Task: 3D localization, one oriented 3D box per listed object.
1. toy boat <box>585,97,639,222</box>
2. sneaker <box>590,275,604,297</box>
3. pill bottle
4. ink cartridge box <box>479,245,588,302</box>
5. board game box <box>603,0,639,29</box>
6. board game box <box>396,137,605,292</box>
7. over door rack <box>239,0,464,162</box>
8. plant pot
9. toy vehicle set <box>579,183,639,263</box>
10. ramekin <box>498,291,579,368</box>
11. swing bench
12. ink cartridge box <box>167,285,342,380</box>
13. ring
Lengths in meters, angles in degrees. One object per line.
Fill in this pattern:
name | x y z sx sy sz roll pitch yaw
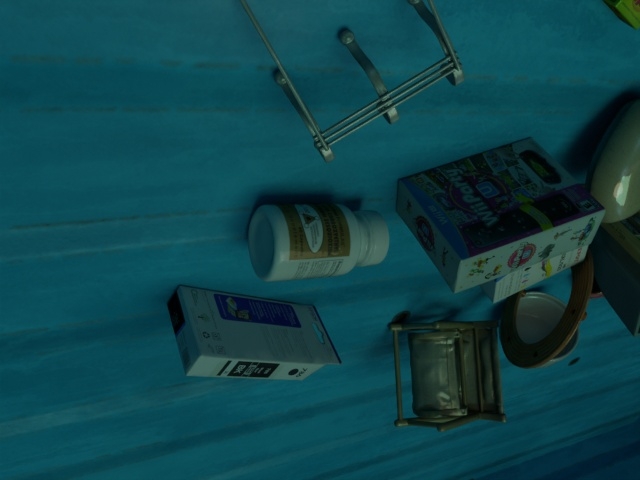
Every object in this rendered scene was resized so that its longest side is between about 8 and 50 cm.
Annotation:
toy boat | 0.681 -0.149 1.244 0.318 0.148 0.268 21 98 -37
sneaker | 0.884 0.077 1.665 0.313 0.116 0.136 -26 151 6
pill bottle | 0.000 0.000 1.008 0.229 0.131 0.131 -3 134 -29
ink cartridge box | 0.427 -0.015 1.220 0.232 0.168 0.171 -23 140 -9
board game box | 0.555 -0.449 0.931 0.092 0.043 0.181 14 124 -40
board game box | 0.329 -0.055 1.075 0.303 0.224 0.098 -19 141 -13
over door rack | 0.031 -0.294 0.748 0.239 0.108 0.324 -31 127 2
plant pot | 0.829 0.045 1.463 0.247 0.252 0.248 -30 141 0
toy vehicle set | 0.719 -0.031 1.304 0.165 0.267 0.035 -3 135 -30
ramekin | 0.600 0.257 1.598 0.207 0.207 0.109 -20 149 -11
swing bench | 0.321 0.330 1.433 0.254 0.254 0.165 6 167 -37
ink cartridge box | -0.121 0.186 1.108 0.332 0.165 0.065 14 125 -39
ring | 0.533 0.145 1.352 0.032 0.337 0.337 23 124 -7
